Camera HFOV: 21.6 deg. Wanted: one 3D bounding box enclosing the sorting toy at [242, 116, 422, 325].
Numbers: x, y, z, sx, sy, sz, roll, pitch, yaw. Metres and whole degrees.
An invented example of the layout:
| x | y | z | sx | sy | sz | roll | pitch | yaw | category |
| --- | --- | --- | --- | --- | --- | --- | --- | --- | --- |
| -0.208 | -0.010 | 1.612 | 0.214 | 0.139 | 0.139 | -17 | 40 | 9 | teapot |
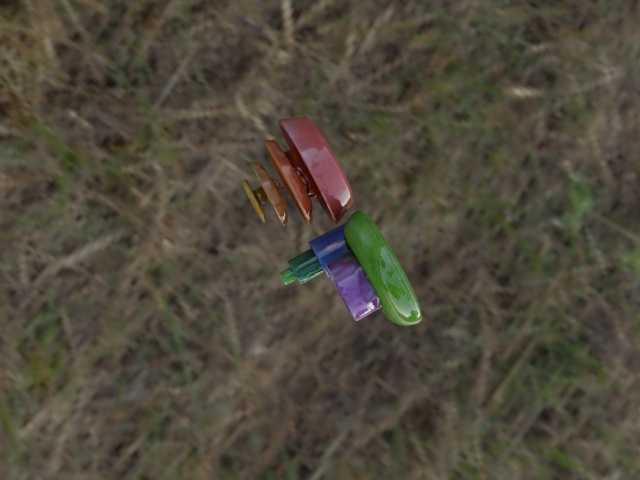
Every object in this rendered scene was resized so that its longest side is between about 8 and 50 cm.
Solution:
| x | y | z | sx | sy | sz | roll | pitch | yaw | category |
| --- | --- | --- | --- | --- | --- | --- | --- | --- | --- |
| 0.000 | 0.000 | 0.679 | 0.042 | 0.102 | 0.061 | -29 | 160 | -3 | sorting toy |
